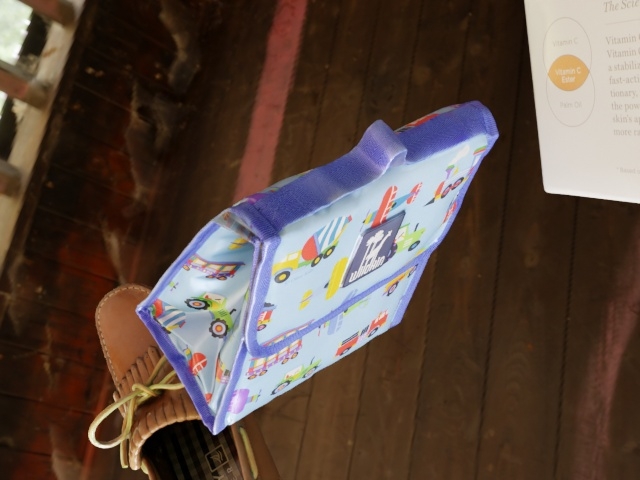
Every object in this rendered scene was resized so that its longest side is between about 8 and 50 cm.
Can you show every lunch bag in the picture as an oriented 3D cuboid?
[{"bbox_3d":[0.000,0.000,0.604,0.138,0.221,0.293,54,-33,16],"label":"lunch bag"}]

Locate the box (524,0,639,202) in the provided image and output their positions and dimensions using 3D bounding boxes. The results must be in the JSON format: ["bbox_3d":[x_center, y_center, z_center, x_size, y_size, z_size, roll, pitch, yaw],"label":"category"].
[{"bbox_3d":[0.249,-0.204,0.464,0.215,0.168,0.345,-160,-123,-65],"label":"box"}]

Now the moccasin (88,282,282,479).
[{"bbox_3d":[-0.149,0.202,0.818,0.139,0.147,0.380,-30,-116,6],"label":"moccasin"}]
